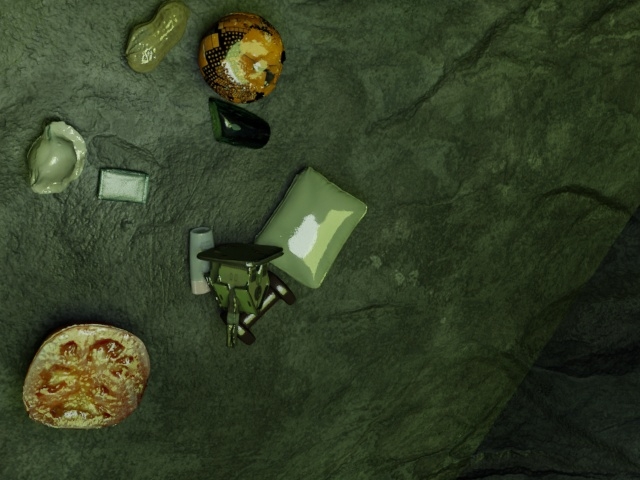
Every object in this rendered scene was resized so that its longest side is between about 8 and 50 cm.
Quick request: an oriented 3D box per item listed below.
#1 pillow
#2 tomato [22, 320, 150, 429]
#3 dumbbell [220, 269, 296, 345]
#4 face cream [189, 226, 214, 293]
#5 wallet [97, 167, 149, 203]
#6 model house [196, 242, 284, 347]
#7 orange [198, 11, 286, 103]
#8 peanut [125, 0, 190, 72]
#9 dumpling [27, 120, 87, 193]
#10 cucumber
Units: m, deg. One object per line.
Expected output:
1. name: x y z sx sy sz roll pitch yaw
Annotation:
1. pillow: -0.034 -0.039 1.801 0.255 0.120 0.322 34 89 -3
2. tomato: -0.654 0.359 1.627 0.339 0.144 0.338 -8 108 -27
3. dumbbell: -0.196 0.212 1.831 0.225 0.124 0.140 -44 140 -9
4. face cream: -0.353 0.061 1.732 0.084 0.057 0.198 -15 117 -37
5. wallet: -0.535 -0.149 1.567 0.129 0.026 0.088 4 102 -29
6. model house: -0.235 0.159 1.697 0.218 0.205 0.278 -26 121 -64
7. orange: -0.210 -0.482 1.529 0.235 0.182 0.234 -17 128 -23
8. peanut: -0.412 -0.517 1.459 0.099 0.090 0.214 42 84 -5
9. dumpling: -0.655 -0.200 1.441 0.127 0.108 0.187 26 80 -59
10. cucumber: -0.233 -0.321 1.644 0.193 0.086 0.115 12 101 -39
